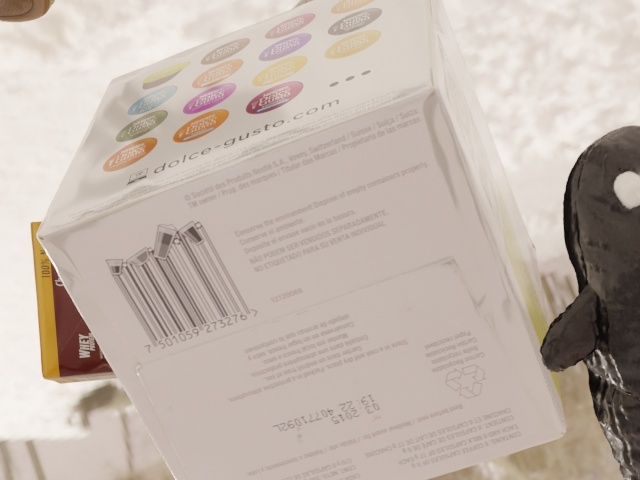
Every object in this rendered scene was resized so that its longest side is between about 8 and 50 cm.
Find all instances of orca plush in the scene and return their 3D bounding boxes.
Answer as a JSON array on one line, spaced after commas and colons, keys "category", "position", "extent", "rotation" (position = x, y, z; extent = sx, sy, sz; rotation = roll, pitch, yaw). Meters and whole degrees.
[{"category": "orca plush", "position": [0.182, 0.074, 0.880], "extent": [0.102, 0.287, 0.151], "rotation": [-9, -158, -18]}]

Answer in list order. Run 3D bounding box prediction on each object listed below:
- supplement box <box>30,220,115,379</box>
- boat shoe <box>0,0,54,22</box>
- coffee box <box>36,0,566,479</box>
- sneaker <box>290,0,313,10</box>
[{"category": "supplement box", "position": [-0.242, 0.070, 1.626], "extent": [0.194, 0.191, 0.129], "rotation": [-6, 172, -4]}, {"category": "boat shoe", "position": [-0.323, -0.275, 1.115], "extent": [0.098, 0.302, 0.109], "rotation": [-46, 149, -36]}, {"category": "coffee box", "position": [0.000, 0.000, 1.198], "extent": [0.338, 0.338, 0.334], "rotation": [-19, -154, 13]}, {"category": "sneaker", "position": [-0.053, -0.252, 1.805], "extent": [0.282, 0.102, 0.161], "rotation": [-31, -175, 3]}]
